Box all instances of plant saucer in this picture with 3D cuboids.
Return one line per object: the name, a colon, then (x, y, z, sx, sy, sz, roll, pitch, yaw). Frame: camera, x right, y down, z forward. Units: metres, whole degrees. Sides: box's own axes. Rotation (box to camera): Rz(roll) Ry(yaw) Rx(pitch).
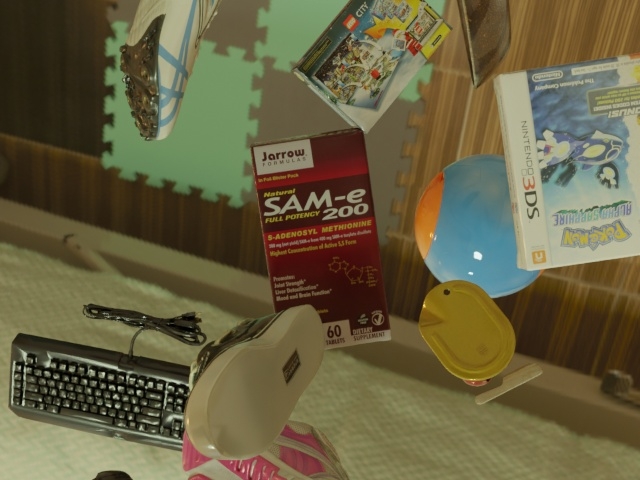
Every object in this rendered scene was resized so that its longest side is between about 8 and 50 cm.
plant saucer: (0.156, -0.316, 0.977, 0.050, 0.311, 0.311, -10, 113, 9)

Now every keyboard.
keyboard: (-0.258, 0.176, 1.241, 0.317, 0.033, 0.202, 10, 104, 3)

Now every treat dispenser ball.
treat dispenser ball: (0.332, -0.028, 1.863, 0.288, 0.288, 0.288, 9, 119, 17)

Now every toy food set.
toy food set: (0.252, 0.168, 1.518, 0.128, 0.071, 0.218, -34, 62, 1)

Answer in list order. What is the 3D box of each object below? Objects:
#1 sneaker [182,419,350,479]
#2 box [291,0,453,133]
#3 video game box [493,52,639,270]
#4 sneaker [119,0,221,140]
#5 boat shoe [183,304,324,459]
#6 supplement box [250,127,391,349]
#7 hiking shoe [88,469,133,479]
sneaker: (-0.013, 0.232, 0.890, 0.252, 0.111, 0.103, 28, 121, 33)
box: (0.086, -0.315, 1.537, 0.159, 0.044, 0.233, 41, 84, -14)
video game box: (0.276, -0.077, 0.871, 0.205, 0.048, 0.187, -9, 94, 2)
sneaker: (-0.121, -0.196, 0.808, 0.085, 0.086, 0.237, 43, 129, 45)
boat shoe: (-0.061, 0.109, 0.719, 0.070, 0.219, 0.078, -9, 98, 20)
supplement box: (0.000, 0.000, 1.058, 0.130, 0.073, 0.240, -9, 99, -2)
hiking shoe: (-0.143, 0.231, 0.504, 0.114, 0.227, 0.086, 26, 139, 17)
